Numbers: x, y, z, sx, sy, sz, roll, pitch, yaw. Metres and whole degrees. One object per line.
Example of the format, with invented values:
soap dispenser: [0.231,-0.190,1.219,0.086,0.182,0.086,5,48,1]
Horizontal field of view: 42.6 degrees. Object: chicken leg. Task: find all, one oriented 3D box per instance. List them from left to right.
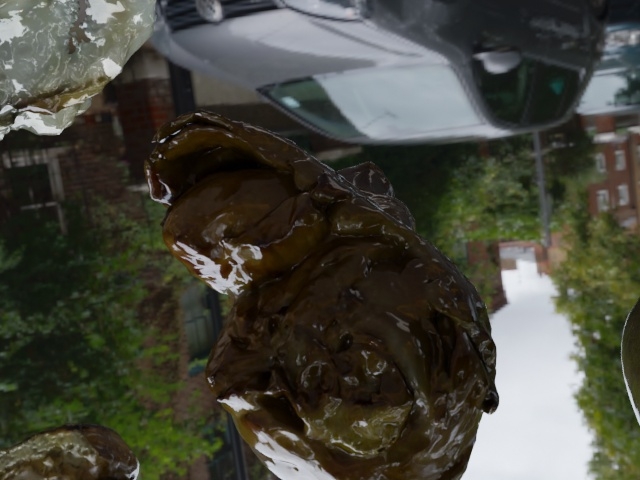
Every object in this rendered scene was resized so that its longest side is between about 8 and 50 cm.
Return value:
chicken leg: [0.000,0.000,0.633,0.182,0.295,0.409,-41,-164,24]

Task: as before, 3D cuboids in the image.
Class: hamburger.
hamburger: [-0.268,0.280,0.817,0.283,0.144,0.156,-23,151,20]

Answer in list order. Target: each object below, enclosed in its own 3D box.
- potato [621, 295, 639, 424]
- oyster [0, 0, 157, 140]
potato: [0.255,0.089,0.409,0.174,0.159,0.251,25,-159,-49]
oyster: [-0.198,-0.110,0.372,0.201,0.107,0.354,35,159,-26]
